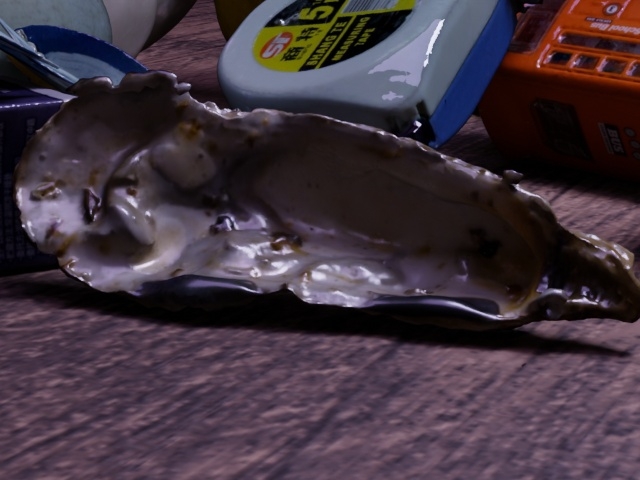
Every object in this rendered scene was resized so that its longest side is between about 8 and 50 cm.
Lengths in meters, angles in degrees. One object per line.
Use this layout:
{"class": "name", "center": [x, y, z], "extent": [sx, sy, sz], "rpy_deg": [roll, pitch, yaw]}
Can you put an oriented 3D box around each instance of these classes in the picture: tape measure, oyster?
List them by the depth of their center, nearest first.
{"class": "oyster", "center": [0.000, -0.002, 0.854], "extent": [0.345, 0.128, 0.078], "rpy_deg": [12, -28, 9]}
{"class": "tape measure", "center": [0.010, -0.087, 1.158], "extent": [0.215, 0.098, 0.351], "rpy_deg": [-2, 37, 31]}

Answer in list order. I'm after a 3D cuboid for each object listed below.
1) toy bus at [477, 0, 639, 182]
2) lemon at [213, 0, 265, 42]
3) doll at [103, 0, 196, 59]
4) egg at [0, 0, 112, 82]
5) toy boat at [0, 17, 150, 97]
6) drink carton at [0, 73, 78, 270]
{"class": "toy bus", "center": [0.233, -0.130, 1.261], "extent": [0.329, 0.143, 0.153], "rpy_deg": [16, 59, 38]}
{"class": "lemon", "center": [0.027, -0.258, 1.538], "extent": [0.293, 0.293, 0.293], "rpy_deg": [3, 14, -1]}
{"class": "doll", "center": [-0.233, -0.248, 1.502], "extent": [0.215, 0.226, 0.370], "rpy_deg": [31, 16, -4]}
{"class": "egg", "center": [-0.267, -0.146, 1.204], "extent": [0.236, 0.169, 0.169], "rpy_deg": [-18, 24, -39]}
{"class": "toy boat", "center": [-0.145, -0.102, 1.021], "extent": [0.220, 0.067, 0.291], "rpy_deg": [35, -3, 17]}
{"class": "drink carton", "center": [-0.257, -0.034, 0.900], "extent": [0.222, 0.101, 0.134], "rpy_deg": [-10, 21, -38]}
